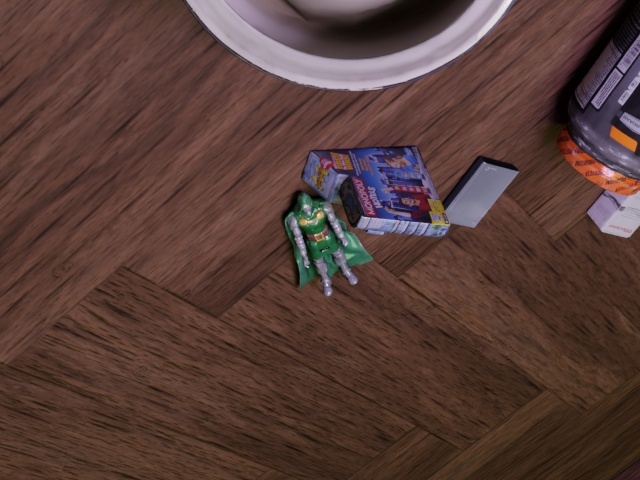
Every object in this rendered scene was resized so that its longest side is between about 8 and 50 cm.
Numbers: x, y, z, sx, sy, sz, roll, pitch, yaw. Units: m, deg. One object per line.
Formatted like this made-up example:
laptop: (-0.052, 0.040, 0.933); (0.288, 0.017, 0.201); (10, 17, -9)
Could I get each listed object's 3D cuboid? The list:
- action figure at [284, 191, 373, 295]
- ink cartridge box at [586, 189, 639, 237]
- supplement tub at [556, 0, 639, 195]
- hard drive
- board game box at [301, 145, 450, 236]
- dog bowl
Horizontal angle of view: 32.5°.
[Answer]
action figure: (0.000, 0.000, 1.792); (0.137, 0.063, 0.232); (-26, 139, -1)
ink cartridge box: (0.591, -0.078, 2.102); (0.099, 0.056, 0.135); (11, 126, -41)
supplement tub: (0.538, -0.249, 1.752); (0.207, 0.207, 0.338); (4, 131, -37)
hard drive: (0.272, -0.083, 1.908); (0.094, 0.022, 0.135); (10, 127, -40)
board game box: (0.077, -0.075, 1.685); (0.194, 0.194, 0.060); (5, 131, -19)
dog bowl: (0.031, -0.375, 1.185); (0.408, 0.150, 0.408); (1, 116, 3)
